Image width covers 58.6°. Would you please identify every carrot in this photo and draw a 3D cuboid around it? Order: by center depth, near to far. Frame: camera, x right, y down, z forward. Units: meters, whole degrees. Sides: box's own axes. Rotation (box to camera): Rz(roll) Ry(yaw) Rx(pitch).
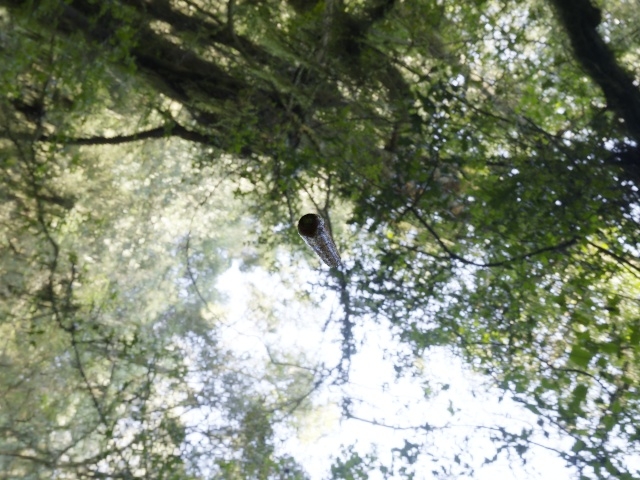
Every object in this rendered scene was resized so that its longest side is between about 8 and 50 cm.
[{"bbox_3d":[0.000,0.000,0.631,0.032,0.093,0.032,-10,-122,16],"label":"carrot"}]
